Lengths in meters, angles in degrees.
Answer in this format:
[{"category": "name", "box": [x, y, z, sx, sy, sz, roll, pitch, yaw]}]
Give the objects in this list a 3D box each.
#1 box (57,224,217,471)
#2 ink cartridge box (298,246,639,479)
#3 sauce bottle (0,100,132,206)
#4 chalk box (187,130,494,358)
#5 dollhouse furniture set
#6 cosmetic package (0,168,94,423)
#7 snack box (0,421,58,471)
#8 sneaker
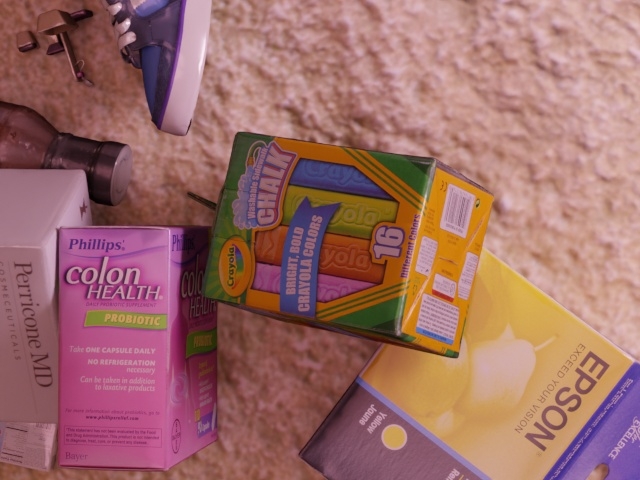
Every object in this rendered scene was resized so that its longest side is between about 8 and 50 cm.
[{"category": "box", "box": [-0.186, 0.105, 1.667, 0.117, 0.213, 0.242, 0, 90, 10]}, {"category": "ink cartridge box", "box": [0.185, 0.202, 1.683, 0.307, 0.072, 0.303, 37, 95, 9]}, {"category": "sauce bottle", "box": [-0.379, -0.104, 1.747, 0.345, 0.111, 0.111, 14, 93, 10]}, {"category": "chalk box", "box": [0.000, 0.000, 1.626, 0.289, 0.180, 0.179, 9, 84, 27]}, {"category": "dollhouse furniture set", "box": [-0.291, -0.200, 1.732, 0.091, 0.114, 0.081, -17, 92, 7]}, {"category": "cosmetic package", "box": [-0.470, 0.055, 1.700, 0.453, 0.161, 0.230, 1, 121, 9]}, {"category": "snack box", "box": [-0.382, 0.211, 1.798, 0.178, 0.022, 0.064, 11, 94, 9]}, {"category": "sneaker", "box": [-0.234, -0.277, 1.689, 0.236, 0.130, 0.322, 5, 83, -7]}]
